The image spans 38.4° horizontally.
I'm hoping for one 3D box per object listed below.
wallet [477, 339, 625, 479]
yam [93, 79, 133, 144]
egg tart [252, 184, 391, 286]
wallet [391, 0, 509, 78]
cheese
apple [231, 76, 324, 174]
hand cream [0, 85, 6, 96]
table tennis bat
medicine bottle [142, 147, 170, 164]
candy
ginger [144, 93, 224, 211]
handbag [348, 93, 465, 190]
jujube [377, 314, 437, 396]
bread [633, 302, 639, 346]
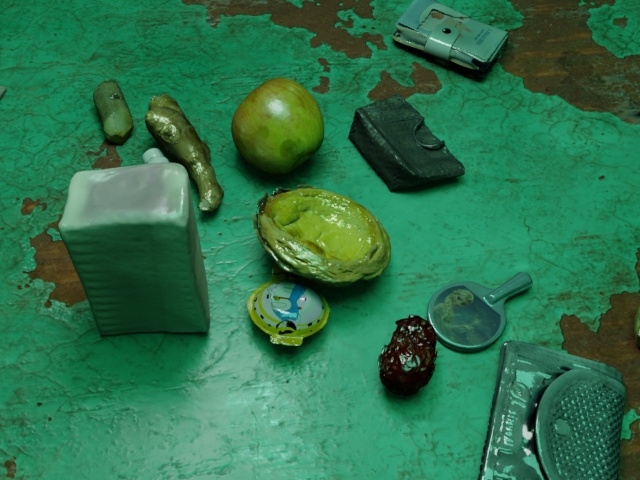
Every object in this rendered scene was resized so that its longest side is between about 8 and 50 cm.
[{"bbox_3d":[0.412,0.339,1.608,0.237,0.075,0.342,18,53,3],"label":"wallet"},{"bbox_3d":[-0.444,-0.278,1.971,0.070,0.069,0.146,-15,56,-17],"label":"yam"},{"bbox_3d":[0.000,0.000,1.775,0.279,0.095,0.278,13,37,-10],"label":"egg tart"},{"bbox_3d":[0.314,-0.493,2.214,0.251,0.075,0.176,26,49,13],"label":"wallet"},{"bbox_3d":[-0.058,0.101,1.736,0.157,0.064,0.250,7,41,-3],"label":"cheese"},{"bbox_3d":[-0.084,-0.233,1.905,0.196,0.196,0.195,3,53,-4],"label":"apple"},{"bbox_3d":[-0.733,-0.276,1.953,0.087,0.054,0.186,7,46,-7],"label":"hand cream"},{"bbox_3d":[0.315,0.126,1.777,0.237,0.038,0.149,-27,60,-20],"label":"table tennis bat"},{"bbox_3d":[-0.331,-0.145,1.894,0.052,0.052,0.089,-21,59,-20],"label":"medicine bottle"},{"bbox_3d":[-0.306,0.024,1.586,0.208,0.358,0.145,-2,54,0],"label":"candy"},{"bbox_3d":[-0.284,-0.196,1.908,0.081,0.148,0.333,-37,69,5],"label":"ginger"},{"bbox_3d":[0.179,-0.215,1.991,0.175,0.088,0.270,-19,58,-28],"label":"handbag"},{"bbox_3d":[0.166,0.207,1.661,0.104,0.104,0.166,20,52,9],"label":"jujube"},{"bbox_3d":[0.667,0.163,1.769,0.118,0.064,0.156,19,53,9],"label":"bread"}]
